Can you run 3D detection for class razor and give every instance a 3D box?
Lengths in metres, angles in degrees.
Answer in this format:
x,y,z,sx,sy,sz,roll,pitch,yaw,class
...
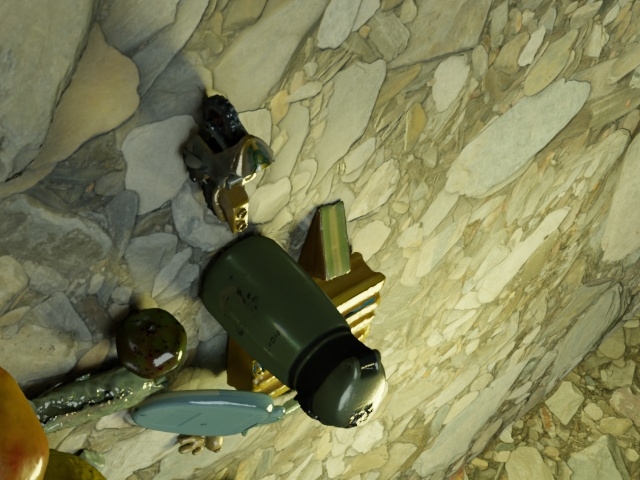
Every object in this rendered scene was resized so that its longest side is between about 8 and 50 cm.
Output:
x,y,z,sx,sy,sz,roll,pitch,yaw,class
-0.051,0.345,2.245,0.278,0.056,0.111,-12,135,-48,razor

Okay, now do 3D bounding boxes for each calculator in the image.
x,y,z,sx,sy,sz,roll,pitch,yaw,class
-0.195,0.311,1.886,0.302,0.042,0.188,12,147,-33,calculator

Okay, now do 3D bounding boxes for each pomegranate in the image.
x,y,z,sx,sy,sz,roll,pitch,yaw,class
-0.268,0.172,1.659,0.114,0.114,0.142,-34,157,-24,pomegranate

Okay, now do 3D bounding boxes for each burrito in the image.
x,y,z,sx,sy,sz,roll,pitch,yaw,class
-0.366,0.252,1.667,0.309,0.066,0.096,-11,145,-49,burrito

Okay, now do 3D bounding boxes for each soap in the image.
x,y,z,sx,sy,sz,roll,pitch,yaw,class
-0.032,0.172,2.000,0.324,0.096,0.204,-27,147,-32,soap

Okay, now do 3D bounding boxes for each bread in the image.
x,y,z,sx,sy,sz,roll,pitch,yaw,class
0.000,-0.005,1.904,0.074,0.084,0.139,-21,112,-39,bread

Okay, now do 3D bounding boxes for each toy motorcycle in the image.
x,y,z,sx,sy,sz,roll,pitch,yaw,class
-0.126,-0.095,1.481,0.094,0.130,0.229,-34,150,-30,toy motorcycle

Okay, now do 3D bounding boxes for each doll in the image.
x,y,z,sx,sy,sz,roll,pitch,yaw,class
-0.234,0.394,2.058,0.093,0.051,0.061,-9,106,-54,doll

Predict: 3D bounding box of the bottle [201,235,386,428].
x,y,z,sx,sy,sz,roll,pitch,yaw,class
-0.037,0.155,1.702,0.168,0.347,0.168,-33,151,-22,bottle

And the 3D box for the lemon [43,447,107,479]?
x,y,z,sx,sy,sz,roll,pitch,yaw,class
-0.445,0.470,1.636,0.268,0.268,0.322,-13,159,-47,lemon

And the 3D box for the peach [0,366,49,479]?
x,y,z,sx,sy,sz,roll,pitch,yaw,class
-0.508,0.281,1.277,0.308,0.289,0.289,-13,137,-49,peach

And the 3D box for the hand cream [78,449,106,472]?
x,y,z,sx,sy,sz,roll,pitch,yaw,class
-0.470,0.473,1.837,0.255,0.048,0.079,-49,147,9,hand cream
